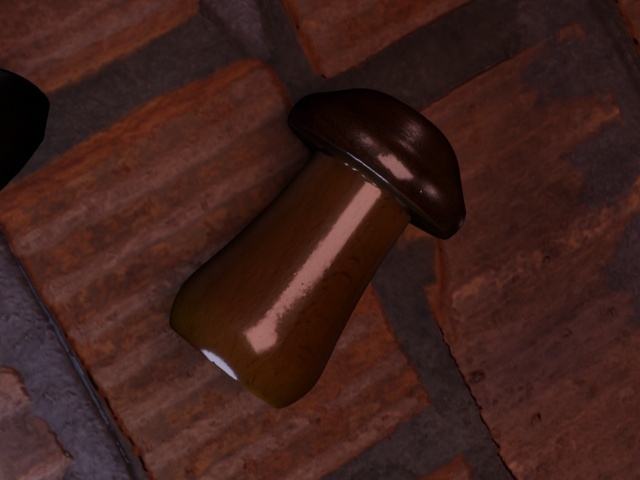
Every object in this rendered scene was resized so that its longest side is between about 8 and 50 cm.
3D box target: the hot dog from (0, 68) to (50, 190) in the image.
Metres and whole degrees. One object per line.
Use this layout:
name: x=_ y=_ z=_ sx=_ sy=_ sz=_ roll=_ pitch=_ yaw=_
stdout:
hot dog: x=-0.411 y=-0.113 z=1.218 sx=0.326 sy=0.107 sz=0.194 roll=26 pitch=95 yaw=-31

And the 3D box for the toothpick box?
toothpick box: x=0.000 y=0.000 z=1.350 sx=0.192 sy=0.192 sz=0.294 roll=38 pitch=88 yaw=-20
